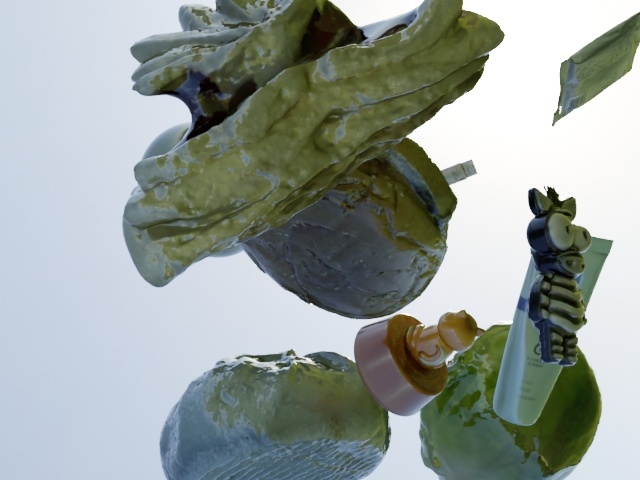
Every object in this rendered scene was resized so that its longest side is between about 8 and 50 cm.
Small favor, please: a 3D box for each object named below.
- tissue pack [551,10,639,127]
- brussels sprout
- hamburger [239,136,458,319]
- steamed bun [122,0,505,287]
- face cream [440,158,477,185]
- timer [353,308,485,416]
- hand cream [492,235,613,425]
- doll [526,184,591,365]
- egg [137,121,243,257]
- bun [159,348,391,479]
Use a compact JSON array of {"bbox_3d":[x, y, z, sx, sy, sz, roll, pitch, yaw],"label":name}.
[{"bbox_3d":[0.404,-0.252,2.102,0.026,0.193,0.123,39,149,29],"label":"tissue pack"},{"bbox_3d":[0.314,0.281,2.479,0.344,0.344,0.268,48,-152,-32],"label":"brussels sprout"},{"bbox_3d":[0.017,-0.024,1.707,0.265,0.134,0.285,30,152,13],"label":"hamburger"},{"bbox_3d":[-0.049,-0.164,1.478,0.189,0.428,0.247,59,177,-25],"label":"steamed bun"},{"bbox_3d":[0.183,-0.093,2.238,0.020,0.115,0.038,-77,-36,-70],"label":"face cream"},{"bbox_3d":[0.139,0.135,1.855,0.132,0.152,0.132,34,-141,-32],"label":"timer"},{"bbox_3d":[0.324,0.127,2.124,0.109,0.321,0.067,13,-156,-4],"label":"hand cream"},{"bbox_3d":[0.280,0.037,1.725,0.091,0.067,0.219,12,-109,-41],"label":"doll"},{"bbox_3d":[-0.175,-0.074,2.216,0.188,0.188,0.254,41,-176,-44],"label":"egg"},{"bbox_3d":[-0.063,0.267,2.143,0.354,0.354,0.194,30,-137,-55],"label":"bun"}]
